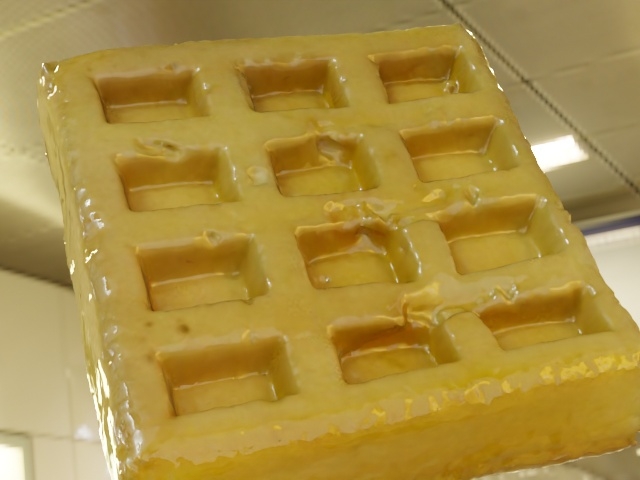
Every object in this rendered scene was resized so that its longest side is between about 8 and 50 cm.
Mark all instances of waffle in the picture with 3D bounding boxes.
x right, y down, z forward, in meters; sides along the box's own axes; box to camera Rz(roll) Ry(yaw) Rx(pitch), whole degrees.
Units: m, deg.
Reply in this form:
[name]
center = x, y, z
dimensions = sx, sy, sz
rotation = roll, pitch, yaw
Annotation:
[waffle]
center = 0.000, 0.000, 0.578
dimensions = 0.221, 0.248, 0.055
rotation = -8, -40, -16
